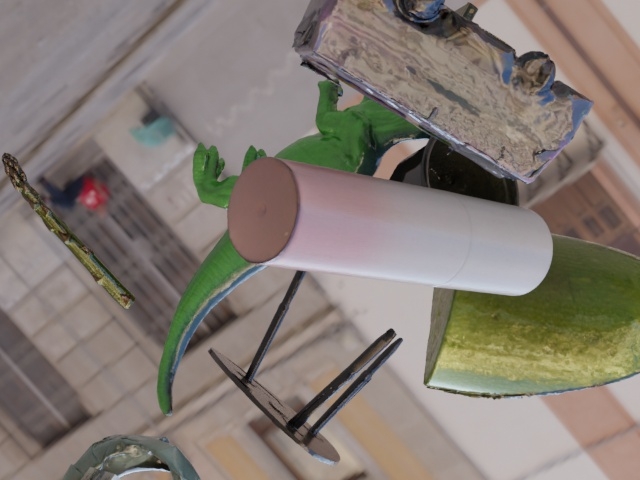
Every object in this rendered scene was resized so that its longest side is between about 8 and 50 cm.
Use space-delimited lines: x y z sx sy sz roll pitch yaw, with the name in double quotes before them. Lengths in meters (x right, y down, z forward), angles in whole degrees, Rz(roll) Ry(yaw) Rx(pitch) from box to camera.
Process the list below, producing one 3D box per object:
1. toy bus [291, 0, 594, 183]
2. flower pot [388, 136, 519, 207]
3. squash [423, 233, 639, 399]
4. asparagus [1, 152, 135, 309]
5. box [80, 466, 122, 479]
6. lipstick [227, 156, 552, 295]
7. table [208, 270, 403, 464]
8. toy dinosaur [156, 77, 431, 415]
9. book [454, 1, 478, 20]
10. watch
"toy bus" 0.130 -0.179 1.317 0.138 0.317 0.112 -61 -165 -1
"flower pot" 0.153 -0.056 1.514 0.107 0.157 0.157 -20 -160 52
"squash" 0.315 0.095 1.647 0.210 0.308 0.234 104 -3 -48
"asparagus" -0.310 -0.009 1.510 0.024 0.248 0.025 -18 -151 40
"box" -0.321 0.356 1.772 0.083 0.024 0.054 -3 -132 54
"lipstick" 0.071 -0.007 1.072 0.326 0.087 0.087 8 146 -44
"table" 0.013 0.222 2.187 0.249 0.317 0.317 -49 -173 -1
"toy dinosaur" 0.000 0.000 1.583 0.374 0.144 0.500 2 -107 29
"book" 0.145 -0.250 1.889 0.231 0.026 0.161 -60 -162 -22
"watch" -0.304 0.420 1.887 0.253 0.241 0.162 -14 177 6
